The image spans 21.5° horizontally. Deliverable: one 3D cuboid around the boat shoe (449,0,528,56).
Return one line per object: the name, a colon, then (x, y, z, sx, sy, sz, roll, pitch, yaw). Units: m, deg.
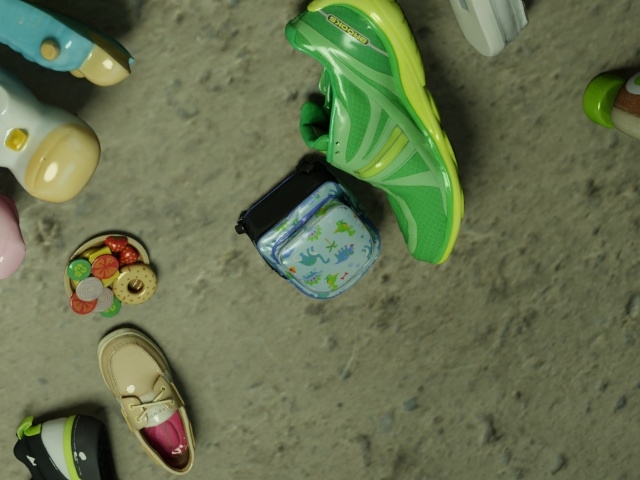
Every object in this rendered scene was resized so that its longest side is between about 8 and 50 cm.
boat shoe: (0.145, -0.247, 1.495, 0.063, 0.066, 0.184, -37, 128, -14)

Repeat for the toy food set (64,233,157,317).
toy food set: (-0.193, 0.033, 1.523, 0.082, 0.020, 0.083, -26, 127, -10)

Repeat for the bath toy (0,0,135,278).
bath toy: (-0.290, -0.032, 1.377, 0.151, 0.129, 0.348, 37, 99, 7)

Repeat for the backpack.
backpack: (0.000, 0.000, 1.559, 0.105, 0.084, 0.114, -41, 131, 5)

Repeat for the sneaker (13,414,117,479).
sneaker: (-0.245, 0.255, 1.614, 0.097, 0.084, 0.235, -2, 122, 3)

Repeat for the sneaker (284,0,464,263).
sneaker: (0.047, -0.102, 1.519, 0.123, 0.109, 0.295, -23, 121, 0)

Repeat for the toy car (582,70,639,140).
toy car: (0.369, -0.169, 1.605, 0.149, 0.155, 0.188, 16, 101, -33)

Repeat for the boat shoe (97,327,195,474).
boat shoe: (-0.157, 0.155, 1.590, 0.063, 0.059, 0.170, -31, 128, -7)
